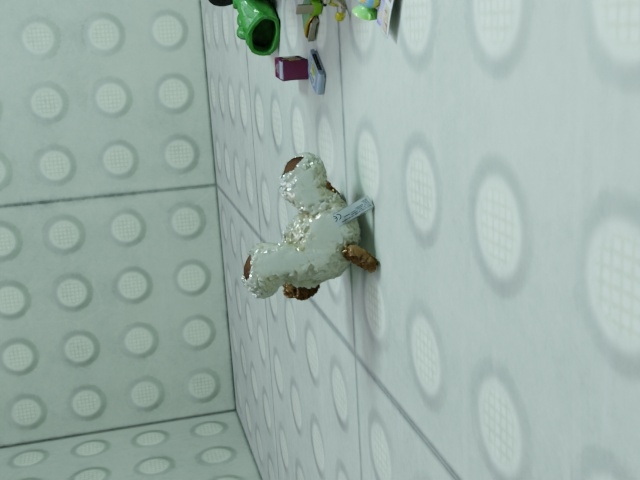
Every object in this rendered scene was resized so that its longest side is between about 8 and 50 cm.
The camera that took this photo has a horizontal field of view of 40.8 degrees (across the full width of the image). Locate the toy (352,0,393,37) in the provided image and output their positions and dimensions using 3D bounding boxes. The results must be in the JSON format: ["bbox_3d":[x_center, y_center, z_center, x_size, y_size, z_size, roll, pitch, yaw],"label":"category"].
[{"bbox_3d":[0.071,-0.411,1.167,0.137,0.056,0.237,-112,20,-44],"label":"toy"}]

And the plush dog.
[{"bbox_3d":[0.000,0.000,1.509,0.225,0.210,0.263,63,-132,-88],"label":"plush dog"}]

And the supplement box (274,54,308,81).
[{"bbox_3d":[-0.061,-0.354,1.767,0.083,0.055,0.043,-132,37,-67],"label":"supplement box"}]

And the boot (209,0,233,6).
[{"bbox_3d":[-0.247,-0.797,2.162,0.260,0.131,0.348,-118,34,-41],"label":"boot"}]

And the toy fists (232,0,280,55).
[{"bbox_3d":[-0.148,-0.564,1.953,0.142,0.096,0.279,-108,16,-45],"label":"toy fists"}]

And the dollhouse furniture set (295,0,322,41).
[{"bbox_3d":[-0.035,-0.442,1.602,0.152,0.058,0.076,107,154,-60],"label":"dollhouse furniture set"}]

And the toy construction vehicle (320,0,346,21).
[{"bbox_3d":[0.029,-0.420,1.409,0.086,0.035,0.098,114,146,-45],"label":"toy construction vehicle"}]

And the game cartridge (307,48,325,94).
[{"bbox_3d":[-0.008,-0.319,1.646,0.056,0.017,0.083,92,165,-48],"label":"game cartridge"}]
